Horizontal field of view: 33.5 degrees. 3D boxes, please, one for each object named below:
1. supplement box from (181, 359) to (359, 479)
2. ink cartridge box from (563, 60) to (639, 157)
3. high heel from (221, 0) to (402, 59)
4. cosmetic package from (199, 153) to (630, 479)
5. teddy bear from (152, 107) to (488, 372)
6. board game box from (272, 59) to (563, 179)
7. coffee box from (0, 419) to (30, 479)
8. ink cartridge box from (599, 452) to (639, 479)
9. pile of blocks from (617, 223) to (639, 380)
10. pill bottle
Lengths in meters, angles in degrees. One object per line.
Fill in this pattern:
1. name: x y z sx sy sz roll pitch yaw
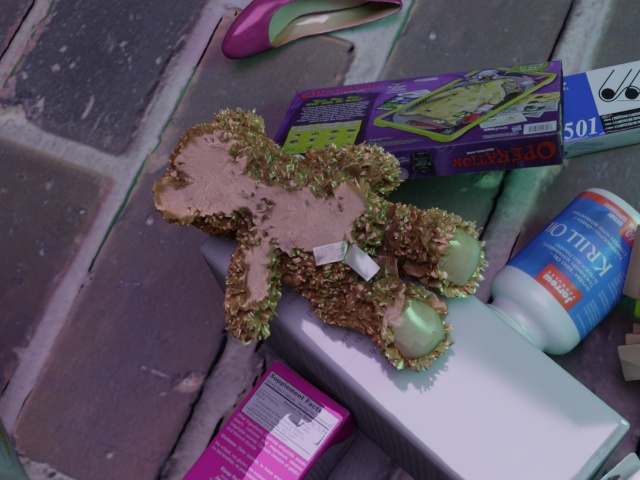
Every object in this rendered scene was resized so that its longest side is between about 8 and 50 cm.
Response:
1. supplement box: -0.066 0.262 1.197 0.114 0.111 0.220 35 75 20
2. ink cartridge box: 0.359 -0.167 1.353 0.207 0.046 0.097 -11 65 3
3. high heel: -0.011 -0.294 1.436 0.244 0.082 0.117 -31 57 -19
4. cosmetic package: 0.094 0.133 1.166 0.453 0.230 0.161 41 77 19
5. teddy bear: 0.000 0.000 1.065 0.337 0.113 0.245 11 75 3
6. board game box: 0.118 -0.141 1.288 0.346 0.056 0.208 -4 35 16
7. coffee box: -0.583 0.192 1.173 0.337 0.334 0.338 -31 69 -7
8. ink cartridge box: 0.353 0.308 1.134 0.092 0.090 0.143 -37 68 -8
9. pile of blocks: 0.432 0.152 1.178 0.112 0.149 0.362 -8 88 -41
10. pill bottle: 0.277 0.053 1.231 0.221 0.124 0.124 -43 69 -11
